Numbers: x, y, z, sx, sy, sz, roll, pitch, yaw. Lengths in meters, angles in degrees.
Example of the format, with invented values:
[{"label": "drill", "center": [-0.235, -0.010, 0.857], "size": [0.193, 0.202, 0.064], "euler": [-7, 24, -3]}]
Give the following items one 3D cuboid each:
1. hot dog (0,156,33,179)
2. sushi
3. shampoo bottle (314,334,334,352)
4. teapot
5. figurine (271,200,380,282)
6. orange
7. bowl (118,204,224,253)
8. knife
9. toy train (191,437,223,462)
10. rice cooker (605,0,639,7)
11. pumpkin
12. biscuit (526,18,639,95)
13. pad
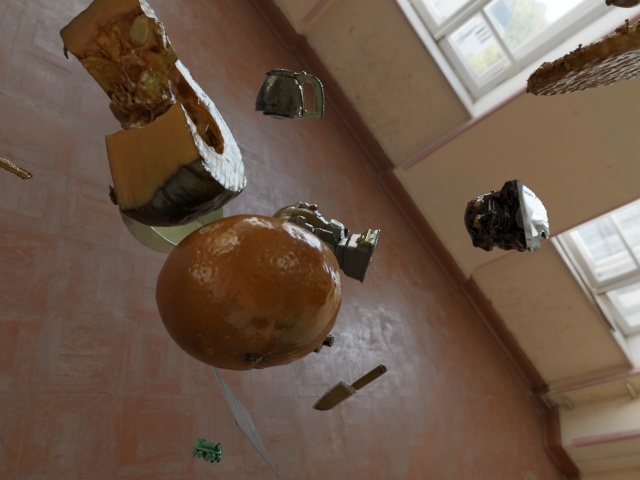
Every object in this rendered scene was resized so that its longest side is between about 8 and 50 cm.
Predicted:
[{"label": "hot dog", "center": [-0.650, -0.151, 0.897], "size": [0.083, 0.021, 0.037], "euler": [28, 3, 8]}, {"label": "sushi", "center": [0.418, -0.045, 0.983], "size": [0.172, 0.150, 0.153], "euler": [-4, 85, -47]}, {"label": "shampoo bottle", "center": [-0.072, 0.322, 1.489], "size": [0.079, 0.245, 0.080], "euler": [-51, 147, -54]}, {"label": "teapot", "center": [-0.071, -0.328, 0.951], "size": [0.111, 0.148, 0.109], "euler": [-27, 125, -72]}, {"label": "figurine", "center": [0.000, 0.001, 1.099], "size": [0.284, 0.343, 0.167], "euler": [17, 62, 9]}, {"label": "orange", "center": [-0.089, 0.075, 0.548], "size": [0.240, 0.240, 0.172], "euler": [26, 49, -39]}, {"label": "bowl", "center": [-0.397, -0.082, 1.092], "size": [0.277, 0.145, 0.277], "euler": [33, 44, -40]}, {"label": "knife", "center": [0.064, 0.354, 1.023], "size": [0.046, 0.256, 0.022], "euler": [42, 32, -5]}, {"label": "toy train", "center": [-0.268, 0.501, 1.013], "size": [0.029, 0.092, 0.045], "euler": [43, 50, -46]}, {"label": "rice cooker", "center": [0.434, -0.432, 0.600], "size": [0.145, 0.127, 0.207], "euler": [9, 49, -61]}, {"label": "pumpkin", "center": [-0.220, -0.149, 0.553], "size": [0.190, 0.139, 0.281], "euler": [-96, 159, -48]}, {"label": "biscuit", "center": [0.381, -0.225, 0.505], "size": [0.253, 0.253, 0.035], "euler": [-17, 97, -56]}, {"label": "pad", "center": [-0.222, 0.511, 1.225], "size": [0.247, 0.007, 0.368], "euler": [45, -22, 46]}]
